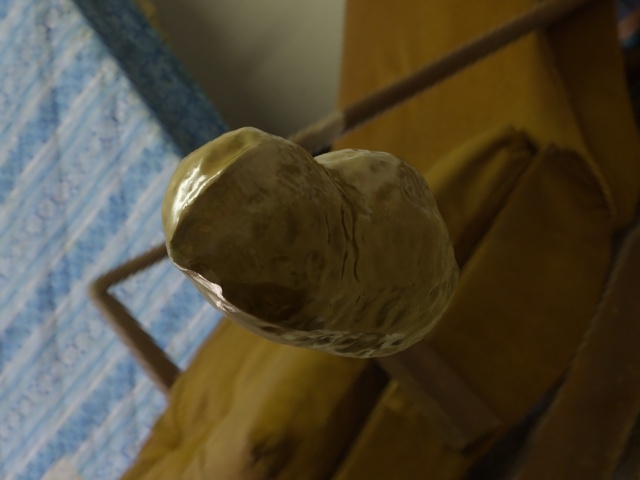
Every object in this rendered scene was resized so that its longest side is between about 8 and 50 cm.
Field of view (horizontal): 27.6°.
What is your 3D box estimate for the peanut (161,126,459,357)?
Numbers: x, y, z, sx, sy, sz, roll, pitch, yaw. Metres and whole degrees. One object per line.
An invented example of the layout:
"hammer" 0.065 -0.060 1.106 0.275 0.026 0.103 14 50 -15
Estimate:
"peanut" 0.000 0.000 0.642 0.108 0.095 0.226 -53 -30 12
